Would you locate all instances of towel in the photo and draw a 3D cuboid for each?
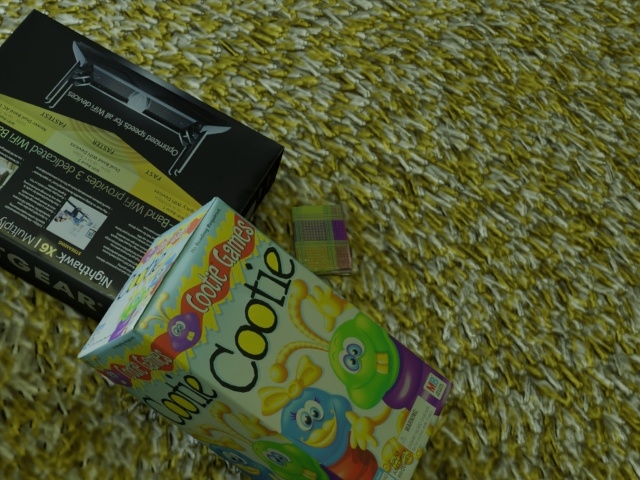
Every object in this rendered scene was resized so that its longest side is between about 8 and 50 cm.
[{"bbox_3d":[0.000,0.000,1.143,0.060,0.009,0.083,-2,63,-13],"label":"towel"}]

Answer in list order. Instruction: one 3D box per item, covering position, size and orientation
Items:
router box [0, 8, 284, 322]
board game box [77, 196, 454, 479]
[{"bbox_3d":[-0.228,-0.064,1.084,0.309,0.081,0.243,30,61,4],"label":"router box"},{"bbox_3d":[-0.047,0.115,0.946,0.275,0.144,0.142,39,60,-15],"label":"board game box"}]
